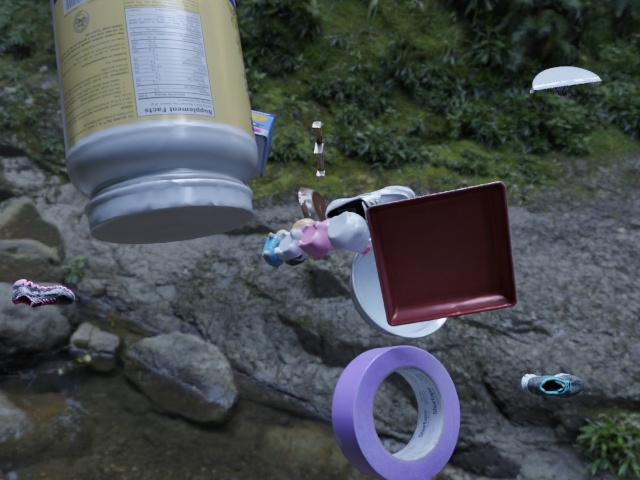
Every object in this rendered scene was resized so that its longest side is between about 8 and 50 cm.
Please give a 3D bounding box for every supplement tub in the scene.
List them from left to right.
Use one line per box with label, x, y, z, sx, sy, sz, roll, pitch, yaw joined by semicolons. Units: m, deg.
supplement tub;-0.213;-0.177;0.719;0.241;0.331;0.241;-9;-8;-1

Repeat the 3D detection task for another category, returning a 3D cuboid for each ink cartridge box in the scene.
ink cartridge box;-0.306;-0.369;1.888;0.270;0.151;0.395;11;22;-5

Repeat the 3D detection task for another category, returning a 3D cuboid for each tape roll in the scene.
tape roll;0.163;0.365;1.152;0.275;0.274;0.090;6;-16;-27

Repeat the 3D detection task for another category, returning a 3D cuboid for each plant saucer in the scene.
plant saucer;-0.005;-0.089;1.755;0.036;0.198;0.198;-24;5;19
plant saucer;0.236;0.026;1.060;0.259;0.258;0.047;-11;20;6

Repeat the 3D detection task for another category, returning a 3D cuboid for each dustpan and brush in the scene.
dustpan and brush;0.569;-0.383;1.305;0.148;0.060;0.211;-5;35;13

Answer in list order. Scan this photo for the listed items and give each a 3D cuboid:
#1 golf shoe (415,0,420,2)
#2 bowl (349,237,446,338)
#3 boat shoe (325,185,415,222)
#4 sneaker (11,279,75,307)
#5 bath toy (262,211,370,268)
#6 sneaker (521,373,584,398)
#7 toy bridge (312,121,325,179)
golf shoe;0.242;-0.620;1.196;0.086;0.176;0.069;25;26;-22
bowl;0.194;0.137;1.470;0.298;0.297;0.134;10;-28;-20
boat shoe;0.142;-0.097;1.582;0.268;0.096;0.088;-5;15;12
sneaker;-0.569;0.120;1.113;0.120;0.047;0.057;11;34;-18
bath toy;0.000;0.000;1.456;0.129;0.151;0.348;37;-31;-32
sneaker;0.595;0.368;1.362;0.167;0.064;0.076;1;-10;-12
toy bridge;-0.004;-0.272;1.629;0.026;0.188;0.063;0;41;6
